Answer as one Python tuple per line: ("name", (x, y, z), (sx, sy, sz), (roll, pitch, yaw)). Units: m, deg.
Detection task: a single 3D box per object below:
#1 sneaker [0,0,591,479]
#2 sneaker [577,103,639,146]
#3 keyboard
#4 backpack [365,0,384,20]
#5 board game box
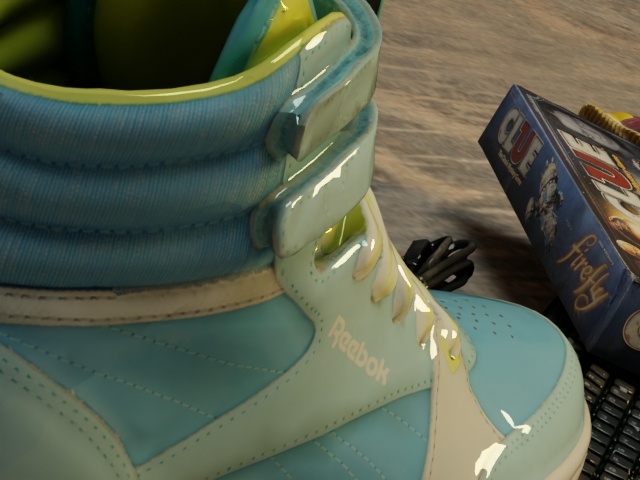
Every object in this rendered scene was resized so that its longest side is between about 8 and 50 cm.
("sneaker", (0.000, 0.000, 0.601), (0.319, 0.208, 0.127), (-2, 29, -46))
("sneaker", (0.217, -0.035, 1.219), (0.083, 0.070, 0.185), (13, 21, -16))
("keyboard", (0.100, 0.061, 0.865), (0.201, 0.033, 0.317), (27, 17, 10))
("backpack", (-0.036, -0.190, 1.142), (0.165, 0.188, 0.144), (11, 22, -34))
("board game box", (0.182, 0.013, 0.995), (0.165, 0.042, 0.243), (24, 20, -19))
